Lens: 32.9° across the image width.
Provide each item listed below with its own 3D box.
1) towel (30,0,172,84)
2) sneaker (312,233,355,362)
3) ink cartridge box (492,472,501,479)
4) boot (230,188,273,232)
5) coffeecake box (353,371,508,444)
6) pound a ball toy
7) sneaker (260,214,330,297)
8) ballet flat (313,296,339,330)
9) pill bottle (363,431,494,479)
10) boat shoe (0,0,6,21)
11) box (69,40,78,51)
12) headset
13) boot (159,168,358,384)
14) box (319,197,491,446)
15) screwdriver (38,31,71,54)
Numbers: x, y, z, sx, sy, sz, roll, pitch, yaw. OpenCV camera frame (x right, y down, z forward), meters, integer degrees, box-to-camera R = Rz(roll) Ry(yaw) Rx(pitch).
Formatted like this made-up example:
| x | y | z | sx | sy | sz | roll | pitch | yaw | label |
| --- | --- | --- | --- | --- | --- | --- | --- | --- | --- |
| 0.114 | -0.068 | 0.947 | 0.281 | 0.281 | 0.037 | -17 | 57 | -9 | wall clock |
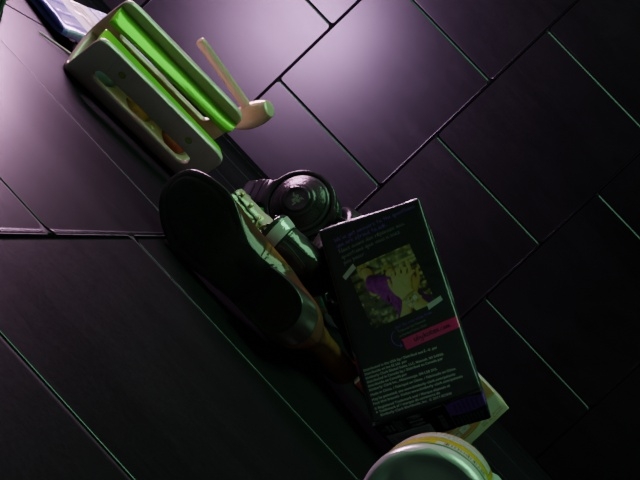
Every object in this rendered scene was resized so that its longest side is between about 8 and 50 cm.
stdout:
| x | y | z | sx | sy | sz | roll | pitch | yaw | label |
| --- | --- | --- | --- | --- | --- | --- | --- | --- | --- |
| -0.398 | -0.378 | 2.004 | 0.285 | 0.034 | 0.209 | 17 | 23 | -47 | towel |
| 0.058 | 0.120 | 1.708 | 0.286 | 0.109 | 0.130 | 60 | 11 | -1 | sneaker |
| 0.277 | 0.416 | 1.493 | 0.209 | 0.062 | 0.109 | 49 | 4 | 28 | ink cartridge box |
| -0.094 | -0.005 | 1.703 | 0.165 | 0.077 | 0.213 | 47 | -2 | -3 | boot |
| 0.163 | 0.225 | 1.616 | 0.185 | 0.142 | 0.068 | 46 | 3 | -4 | coffeecake box |
| -0.245 | -0.239 | 1.771 | 0.319 | 0.135 | 0.208 | 45 | 40 | -24 | pound a ball toy |
| -0.036 | 0.047 | 1.481 | 0.106 | 0.078 | 0.234 | 40 | -15 | 9 | sneaker |
| 0.035 | 0.129 | 1.920 | 0.232 | 0.080 | 0.073 | 36 | 39 | -60 | ballet flat |
| 0.101 | 0.237 | 0.989 | 0.117 | 0.117 | 0.208 | 47 | 4 | 11 | pill bottle |
| -0.311 | -0.195 | 0.912 | 0.121 | 0.119 | 0.335 | 45 | 4 | -20 | boat shoe |
| -0.400 | -0.306 | 1.901 | 0.083 | 0.018 | 0.067 | 49 | 4 | 38 | box |
| 0.000 | 0.000 | 1.934 | 0.394 | 0.185 | 0.243 | 6 | -24 | 48 | headset |
| -0.066 | 0.049 | 1.343 | 0.264 | 0.096 | 0.280 | 40 | -4 | 23 | boot |
| 0.110 | 0.110 | 1.411 | 0.165 | 0.143 | 0.270 | 60 | 14 | -65 | box |
| -0.406 | -0.304 | 1.799 | 0.025 | 0.024 | 0.170 | 15 | -12 | 30 | screwdriver |
